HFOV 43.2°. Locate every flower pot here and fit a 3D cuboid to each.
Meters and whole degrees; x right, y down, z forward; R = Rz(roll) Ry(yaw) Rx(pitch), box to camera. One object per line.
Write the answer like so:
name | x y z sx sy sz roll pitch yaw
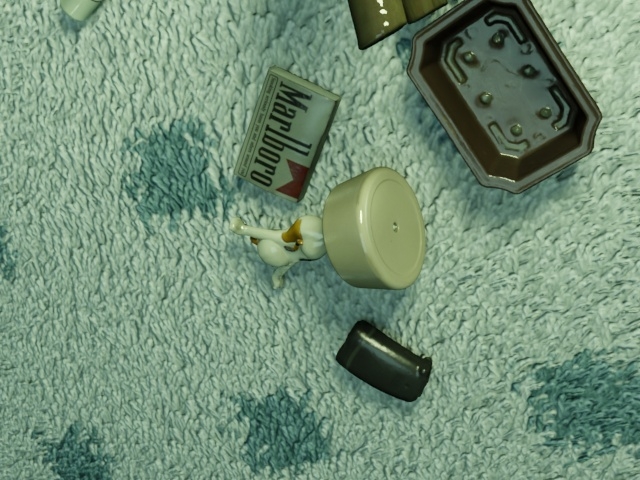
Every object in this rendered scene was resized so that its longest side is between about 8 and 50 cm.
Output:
flower pot | 0.242 -0.199 1.056 0.179 0.084 0.250 -31 98 28

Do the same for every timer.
timer | 0.000 0.000 1.197 0.266 0.175 0.175 -10 108 35

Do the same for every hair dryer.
hair dryer | -0.377 -0.407 1.209 0.082 0.047 0.137 -37 91 29

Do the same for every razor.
razor | 0.102 0.196 1.286 0.148 0.054 0.090 31 122 6

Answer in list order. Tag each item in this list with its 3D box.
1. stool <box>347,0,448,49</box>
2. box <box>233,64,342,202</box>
stool | 0.127 -0.381 0.886 0.310 0.310 0.226 -24 100 28
box | -0.051 -0.156 1.202 0.115 0.036 0.177 25 117 7
